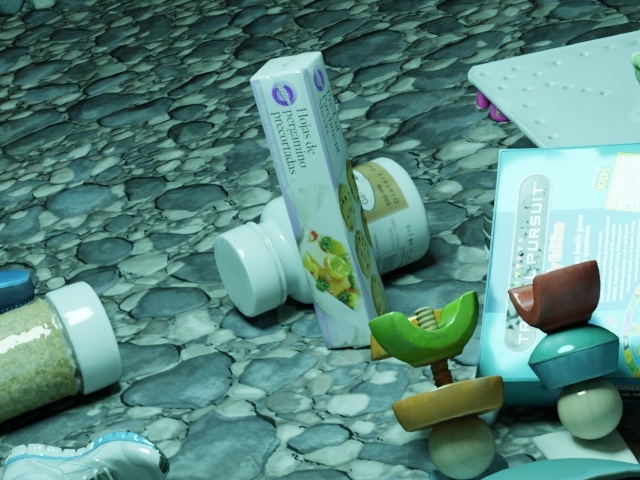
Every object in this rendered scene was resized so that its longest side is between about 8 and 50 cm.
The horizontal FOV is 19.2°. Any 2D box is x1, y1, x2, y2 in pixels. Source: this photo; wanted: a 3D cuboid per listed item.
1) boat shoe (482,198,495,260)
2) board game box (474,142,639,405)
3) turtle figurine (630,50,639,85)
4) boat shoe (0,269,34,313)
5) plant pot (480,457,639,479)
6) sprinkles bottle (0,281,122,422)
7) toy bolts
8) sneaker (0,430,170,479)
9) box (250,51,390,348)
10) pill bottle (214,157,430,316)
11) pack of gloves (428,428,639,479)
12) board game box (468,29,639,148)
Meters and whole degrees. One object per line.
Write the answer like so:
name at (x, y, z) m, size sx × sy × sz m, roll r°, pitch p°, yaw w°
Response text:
boat shoe at (0.290, -0.046, 2.218) m, size 0.233 × 0.079 × 0.084 m, roll -22°, pitch 22°, yaw -24°
board game box at (0.332, 0.031, 1.838) m, size 0.336 × 0.079 × 0.254 m, roll -2°, pitch 66°, yaw 24°
turtle figurine at (0.428, -0.141, 1.987) m, size 0.274 × 0.197 × 0.266 m, roll -35°, pitch 35°, yaw 42°
boat shoe at (-0.460, 0.105, 2.263) m, size 0.258 × 0.089 × 0.109 m, roll -17°, pitch 10°, yaw 4°
plant pot at (0.170, 0.280, 1.287) m, size 0.293 × 0.293 × 0.235 m, roll -18°, pitch 7°, yaw -12°
sprinkles bottle at (-0.398, 0.158, 2.054) m, size 0.355 × 0.121 × 0.121 m, roll -20°, pitch 24°, yaw -17°
toy bolts at (0.165, 0.129, 1.751) m, size 0.228 × 0.158 × 0.218 m, roll -15°, pitch -7°, yaw -10°
sneaker at (-0.237, 0.242, 1.859) m, size 0.190 × 0.071 × 0.083 m, roll -12°, pitch 28°, yaw 24°
box at (0.003, -0.039, 2.037) m, size 0.063 × 0.324 × 0.067 m, roll -6°, pitch 21°, yaw 23°
pill bottle at (0.000, 0.000, 2.195) m, size 0.229 × 0.131 × 0.131 m, roll -22°, pitch 25°, yaw -21°
pack of gloves at (0.209, 0.246, 1.656) m, size 0.195 × 0.046 × 0.232 m, roll -6°, pitch 24°, yaw -13°
board game box at (0.429, -0.140, 2.249) m, size 0.390 × 0.050 × 0.390 m, roll -13°, pitch 35°, yaw -18°
